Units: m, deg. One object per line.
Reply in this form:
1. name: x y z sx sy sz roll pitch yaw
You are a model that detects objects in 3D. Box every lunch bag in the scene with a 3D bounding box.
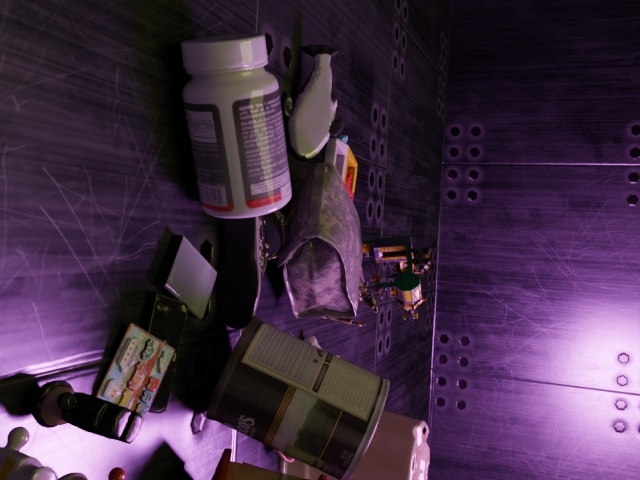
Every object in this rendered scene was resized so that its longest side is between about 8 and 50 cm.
1. lunch bag: 0.000 0.000 1.462 0.287 0.168 0.235 78 15 -45

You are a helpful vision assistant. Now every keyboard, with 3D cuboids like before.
1. keyboard: -0.265 0.173 1.025 0.108 0.023 0.180 33 62 -55

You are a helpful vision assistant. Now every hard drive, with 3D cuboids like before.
1. hard drive: -0.225 0.064 1.117 0.135 0.022 0.094 59 40 -55

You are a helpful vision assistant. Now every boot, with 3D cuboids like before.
1. boot: -0.124 0.046 1.294 0.178 0.085 0.237 -7 101 -72

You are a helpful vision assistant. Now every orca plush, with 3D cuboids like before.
1. orca plush: -0.034 -0.308 1.520 0.151 0.102 0.288 2 78 -25

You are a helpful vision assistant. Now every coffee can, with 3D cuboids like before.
1. coffee can: -0.039 0.286 1.197 0.201 0.275 0.202 24 90 -86

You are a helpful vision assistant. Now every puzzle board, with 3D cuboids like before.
1. puzzle board: -0.274 0.201 0.978 0.096 0.011 0.128 45 55 -43

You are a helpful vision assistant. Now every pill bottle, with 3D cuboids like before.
1. pill bottle: -0.142 -0.194 1.104 0.161 0.161 0.283 -48 137 -58

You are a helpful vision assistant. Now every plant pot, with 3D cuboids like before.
1. plant pot: 0.104 0.543 1.646 0.334 0.305 0.334 4 90 -69

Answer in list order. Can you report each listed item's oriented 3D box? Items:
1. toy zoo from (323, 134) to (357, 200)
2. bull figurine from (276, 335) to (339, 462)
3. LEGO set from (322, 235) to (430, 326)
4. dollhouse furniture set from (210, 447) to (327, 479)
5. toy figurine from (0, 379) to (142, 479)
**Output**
1. toy zoo: 0.048 -0.147 1.780 0.192 0.030 0.293 37 59 -65
2. bull figurine: -0.044 0.349 1.525 0.188 0.101 0.311 57 39 -51
3. LEGO set: 0.122 0.124 1.671 0.255 0.331 0.192 -94 173 -48
4. dollhouse furniture set: -0.113 0.541 1.054 0.374 0.201 0.152 -83 -166 -58
5. toy figurine: -0.317 0.289 0.762 0.209 0.148 0.213 -32 125 -58
